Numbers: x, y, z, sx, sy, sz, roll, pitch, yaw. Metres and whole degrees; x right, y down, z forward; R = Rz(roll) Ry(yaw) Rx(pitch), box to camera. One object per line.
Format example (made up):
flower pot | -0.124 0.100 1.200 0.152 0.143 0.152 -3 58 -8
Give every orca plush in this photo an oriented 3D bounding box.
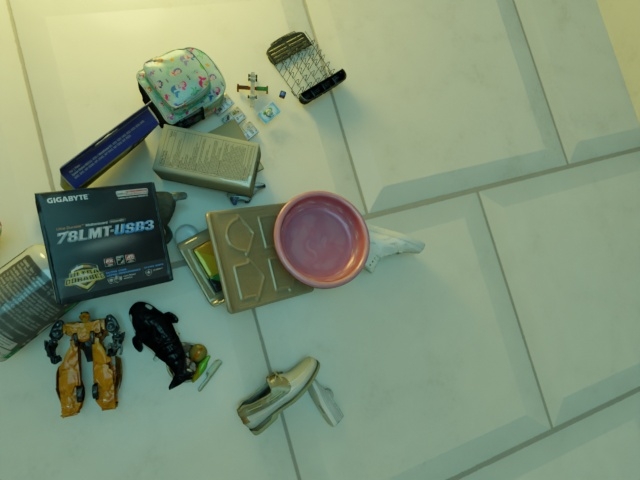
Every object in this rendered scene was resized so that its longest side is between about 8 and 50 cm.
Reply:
orca plush | -0.496 0.310 1.304 0.151 0.102 0.287 -20 83 -8

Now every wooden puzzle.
wooden puzzle | -0.199 0.049 1.428 0.348 0.081 0.321 -10 84 -41
wooden puzzle | -0.315 0.063 1.422 0.221 0.044 0.238 -31 91 -27

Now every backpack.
backpack | -0.446 -0.509 1.428 0.254 0.191 0.225 -35 91 -23

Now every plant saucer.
plant saucer | 0.000 0.000 1.448 0.332 0.084 0.331 5 75 -19

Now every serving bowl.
serving bowl | -0.439 -0.012 1.424 0.083 0.027 0.083 6 78 -26

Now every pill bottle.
pill bottle | -0.798 0.141 1.209 0.361 0.204 0.204 -43 94 -17

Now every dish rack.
dish rack | -0.060 -0.654 1.611 0.208 0.074 0.271 -36 92 -19

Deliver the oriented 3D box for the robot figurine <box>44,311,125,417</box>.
robot figurine | -0.683 0.354 1.271 0.211 0.085 0.290 -4 83 -17

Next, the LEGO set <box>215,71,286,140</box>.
LEGO set | -0.245 -0.485 1.556 0.244 0.060 0.182 -42 94 -6

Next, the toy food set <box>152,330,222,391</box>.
toy food set | -0.419 0.381 1.365 0.192 0.038 0.132 36 74 -8

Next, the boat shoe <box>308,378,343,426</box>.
boat shoe | 0.018 0.532 1.455 0.063 0.066 0.184 -31 88 -32

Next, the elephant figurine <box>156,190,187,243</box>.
elephant figurine | -0.540 -0.032 1.355 0.169 0.186 0.239 -4 94 -59

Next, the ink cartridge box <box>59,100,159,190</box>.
ink cartridge box | -0.611 -0.256 1.258 0.303 0.307 0.072 -48 115 -22

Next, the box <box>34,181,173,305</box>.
box | -0.582 0.000 1.185 0.296 0.073 0.293 -11 93 -34

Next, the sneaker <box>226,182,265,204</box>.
sneaker | -0.250 -0.159 1.497 0.135 0.052 0.058 -21 94 -9

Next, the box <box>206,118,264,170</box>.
box | -0.317 -0.296 1.500 0.165 0.021 0.201 -31 91 -11

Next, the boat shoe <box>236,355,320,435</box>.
boat shoe | -0.132 0.477 1.393 0.302 0.113 0.103 -43 100 -17

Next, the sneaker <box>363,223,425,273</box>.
sneaker | 0.224 0.046 1.572 0.293 0.108 0.169 14 79 -3

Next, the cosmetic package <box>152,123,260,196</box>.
cosmetic package | -0.362 -0.256 1.415 0.310 0.113 0.160 12 79 -2
